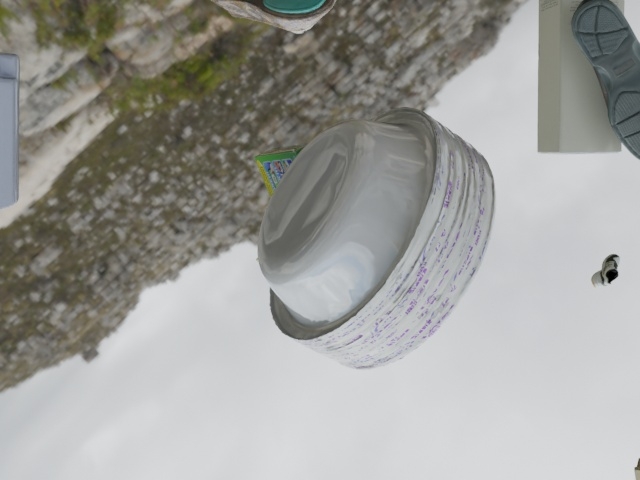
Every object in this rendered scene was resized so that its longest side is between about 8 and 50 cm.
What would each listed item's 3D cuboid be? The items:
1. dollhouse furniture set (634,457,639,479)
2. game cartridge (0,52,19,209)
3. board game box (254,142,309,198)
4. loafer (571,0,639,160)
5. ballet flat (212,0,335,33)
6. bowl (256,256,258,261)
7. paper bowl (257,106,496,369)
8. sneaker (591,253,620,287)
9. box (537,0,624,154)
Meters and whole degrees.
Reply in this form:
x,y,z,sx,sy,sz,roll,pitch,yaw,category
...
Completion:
x,y,z,sx,sy,sz,roll,pitch,yaw,category
0.767,0.560,1.674,0.181,0.161,0.101,-3,-156,32,dollhouse furniture set
-0.479,-0.115,0.849,0.060,0.294,0.196,-141,-125,-69,game cartridge
0.000,0.000,1.282,0.046,0.318,0.213,-26,-168,-19,board game box
0.460,-0.246,1.185,0.096,0.268,0.084,-23,-162,27,loafer
-0.070,-0.417,1.382,0.316,0.106,0.108,29,-100,40,ballet flat
0.005,-0.015,1.776,0.289,0.156,0.289,-49,-178,3,bowl
0.039,-0.015,0.861,0.284,0.148,0.284,-41,-147,34,paper bowl
0.507,0.054,1.380,0.083,0.032,0.037,-46,-162,-30,sneaker
0.413,-0.276,1.264,0.113,0.275,0.094,-1,-173,-8,box
